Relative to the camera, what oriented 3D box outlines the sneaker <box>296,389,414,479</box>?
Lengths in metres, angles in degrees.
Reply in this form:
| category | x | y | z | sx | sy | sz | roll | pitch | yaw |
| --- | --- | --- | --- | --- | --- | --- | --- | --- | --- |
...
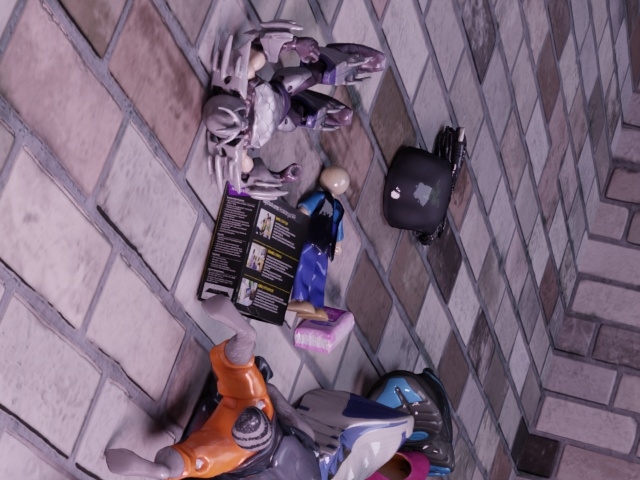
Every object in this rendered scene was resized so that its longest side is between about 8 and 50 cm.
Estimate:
| category | x | y | z | sx | sy | sz | roll | pitch | yaw |
| --- | --- | --- | --- | --- | --- | --- | --- | --- | --- |
| sneaker | -0.007 | 0.310 | 2.124 | 0.315 | 0.127 | 0.182 | -18 | 123 | -61 |

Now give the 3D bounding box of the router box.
| category | x | y | z | sx | sy | sz | roll | pitch | yaw |
| --- | --- | --- | --- | --- | --- | --- | --- | --- | --- |
| router box | -0.070 | 0.018 | 1.823 | 0.179 | 0.046 | 0.133 | 30 | 74 | -71 |

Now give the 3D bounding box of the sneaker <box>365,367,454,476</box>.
| category | x | y | z | sx | sy | sz | roll | pitch | yaw |
| --- | --- | --- | --- | --- | --- | --- | --- | --- | --- |
| sneaker | 0.129 | 0.252 | 2.511 | 0.341 | 0.125 | 0.139 | 69 | 18 | -64 |

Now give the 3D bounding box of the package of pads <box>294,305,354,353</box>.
| category | x | y | z | sx | sy | sz | roll | pitch | yaw |
| --- | --- | --- | --- | --- | --- | --- | --- | --- | --- |
| package of pads | 0.005 | 0.113 | 2.104 | 0.083 | 0.050 | 0.032 | -41 | 141 | -59 |

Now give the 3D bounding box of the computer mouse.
| category | x | y | z | sx | sy | sz | roll | pitch | yaw |
| --- | --- | --- | --- | --- | --- | --- | --- | --- | --- |
| computer mouse | 0.164 | -0.074 | 2.401 | 0.272 | 0.072 | 0.188 | -5 | 109 | -71 |

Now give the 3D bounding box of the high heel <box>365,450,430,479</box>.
| category | x | y | z | sx | sy | sz | roll | pitch | yaw |
| --- | --- | --- | --- | --- | --- | --- | --- | --- | --- |
| high heel | 0.086 | 0.315 | 2.382 | 0.244 | 0.082 | 0.117 | -9 | 124 | -43 |

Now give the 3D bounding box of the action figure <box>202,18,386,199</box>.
| category | x | y | z | sx | sy | sz | roll | pitch | yaw |
| --- | --- | --- | --- | --- | --- | --- | --- | --- | --- |
| action figure | -0.039 | -0.145 | 1.723 | 0.285 | 0.099 | 0.185 | -30 | 140 | -60 |

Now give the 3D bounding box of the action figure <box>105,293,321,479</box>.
| category | x | y | z | sx | sy | sz | roll | pitch | yaw |
| --- | --- | --- | --- | --- | --- | --- | --- | --- | --- |
| action figure | -0.094 | 0.258 | 1.737 | 0.330 | 0.178 | 0.341 | 53 | 52 | -56 |

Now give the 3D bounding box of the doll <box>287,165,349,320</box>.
| category | x | y | z | sx | sy | sz | roll | pitch | yaw |
| --- | --- | --- | --- | --- | --- | --- | --- | --- | --- |
| doll | 0.000 | 0.000 | 2.015 | 0.129 | 0.046 | 0.189 | 31 | 67 | -61 |
